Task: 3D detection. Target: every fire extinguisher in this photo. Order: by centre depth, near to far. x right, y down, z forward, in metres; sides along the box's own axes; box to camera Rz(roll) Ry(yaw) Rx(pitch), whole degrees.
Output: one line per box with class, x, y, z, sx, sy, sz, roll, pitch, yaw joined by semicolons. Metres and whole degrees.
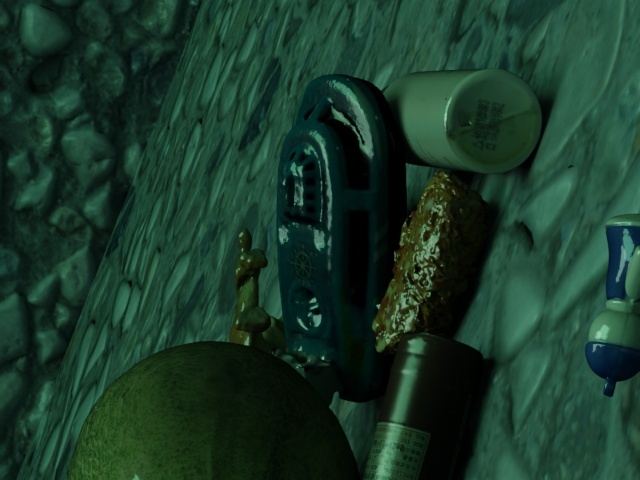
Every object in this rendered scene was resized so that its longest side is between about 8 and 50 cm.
fire extinguisher;0.078;0.190;1.476;0.099;0.071;0.231;-1;68;45

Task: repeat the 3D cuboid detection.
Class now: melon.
melon;-0.089;0.221;1.559;0.329;0.249;0.248;-103;35;-67

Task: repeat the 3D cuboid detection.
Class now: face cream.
face cream;0.106;-0.110;1.702;0.311;0.092;0.092;-166;96;-74

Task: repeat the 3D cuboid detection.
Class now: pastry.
pastry;0.100;0.026;1.618;0.087;0.063;0.169;-127;55;-69

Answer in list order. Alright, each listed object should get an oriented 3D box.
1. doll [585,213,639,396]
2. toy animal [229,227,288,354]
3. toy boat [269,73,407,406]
doll;0.206;0.034;1.232;0.099;0.058;0.143;78;-152;-77
toy animal;-0.064;0.131;2.004;0.312;0.097;0.157;-97;24;-63
toy boat;0.000;0.000;1.691;0.134;0.092;0.298;7;101;48
